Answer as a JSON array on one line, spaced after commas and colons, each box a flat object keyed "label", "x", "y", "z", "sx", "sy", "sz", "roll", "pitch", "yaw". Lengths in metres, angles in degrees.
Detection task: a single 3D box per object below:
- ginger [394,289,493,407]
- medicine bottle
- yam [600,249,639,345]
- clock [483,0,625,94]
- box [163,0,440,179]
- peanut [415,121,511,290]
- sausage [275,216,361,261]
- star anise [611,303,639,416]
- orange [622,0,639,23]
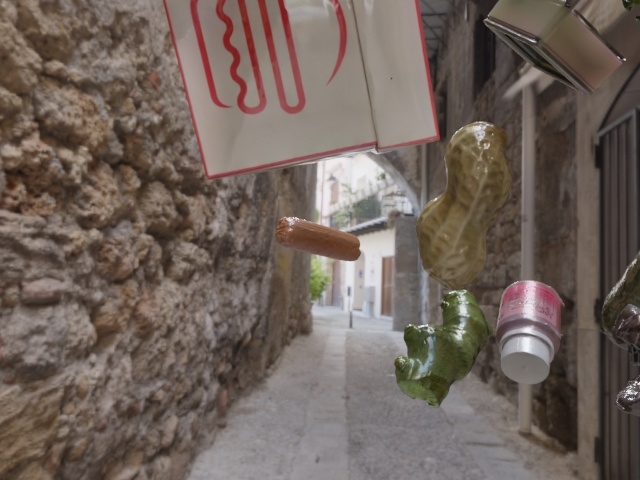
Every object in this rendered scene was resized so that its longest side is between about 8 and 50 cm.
[{"label": "ginger", "x": 0.238, "y": 0.194, "z": 0.971, "sx": 0.137, "sy": 0.089, "sz": 0.290, "roll": 34, "pitch": 48, "yaw": 30}, {"label": "medicine bottle", "x": 0.489, "y": 0.213, "z": 1.196, "sx": 0.147, "sy": 0.147, "sz": 0.247, "roll": 0, "pitch": 32, "yaw": 27}, {"label": "yam", "x": 0.518, "y": 0.032, "z": 0.716, "sx": 0.133, "sy": 0.330, "sz": 0.133, "roll": 11, "pitch": 37, "yaw": -9}, {"label": "clock", "x": 0.363, "y": -0.318, "z": 0.803, "sx": 0.147, "sy": 0.071, "sz": 0.192, "roll": 27, "pitch": 25, "yaw": -25}, {"label": "box", "x": -0.023, "y": -0.267, "z": 0.728, "sx": 0.300, "sy": 0.312, "sz": 0.314, "roll": -12, "pitch": 11, "yaw": 4}, {"label": "peanut", "x": 0.247, "y": -0.057, "z": 0.885, "sx": 0.136, "sy": 0.298, "sz": 0.120, "roll": 16, "pitch": 21, "yaw": 7}, {"label": "sausage", "x": -0.001, "y": -0.001, "z": 1.410, "sx": 0.289, "sy": 0.086, "sz": 0.086, "roll": 13, "pitch": -11, "yaw": -37}, {"label": "star anise", "x": 0.398, "y": 0.169, "z": 0.565, "sx": 0.110, "sy": 0.198, "sz": 0.257, "roll": -45, "pitch": -11, "yaw": 16}, {"label": "orange", "x": 0.376, "y": -0.352, "z": 0.450, "sx": 0.301, "sy": 0.300, "sz": 0.223, "roll": -29, "pitch": 5, "yaw": -37}]
